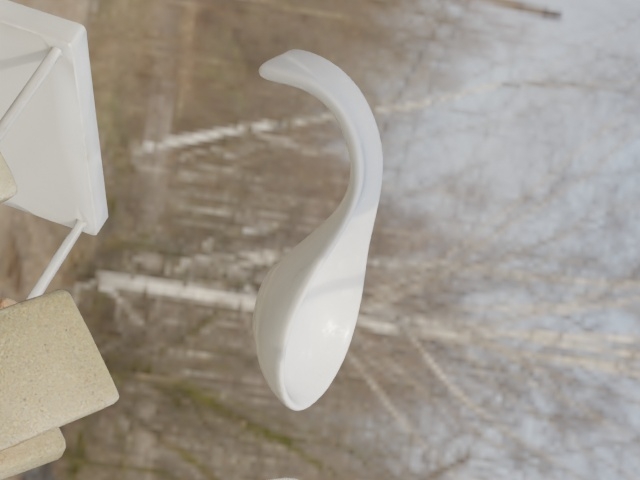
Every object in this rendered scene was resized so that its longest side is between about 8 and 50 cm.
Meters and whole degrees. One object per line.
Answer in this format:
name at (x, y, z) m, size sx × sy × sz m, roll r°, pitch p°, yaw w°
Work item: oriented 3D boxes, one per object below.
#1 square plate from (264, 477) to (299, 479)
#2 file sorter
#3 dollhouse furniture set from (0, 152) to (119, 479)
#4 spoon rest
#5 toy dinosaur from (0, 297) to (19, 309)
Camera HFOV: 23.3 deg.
square plate at (-0.126, 0.318, 0.978) m, size 0.344 × 0.347 × 0.049 m, roll -114°, pitch -154°, yaw -42°
file sorter at (-0.301, -0.054, 0.978) m, size 0.193 × 0.278 × 0.173 m, roll 93°, pitch 19°, yaw -55°
dollhouse furniture set at (-0.219, 0.029, 0.571) m, size 0.259 × 0.135 × 0.262 m, roll 62°, pitch -35°, yaw 12°
spoon rest at (0.000, 0.000, 1.163) m, size 0.137 × 0.084 × 0.276 m, roll -38°, pitch 133°, yaw -55°
toy dinosaur at (-0.366, 0.101, 1.467) m, size 0.295 × 0.127 × 0.200 m, roll 59°, pitch 35°, yaw -44°
